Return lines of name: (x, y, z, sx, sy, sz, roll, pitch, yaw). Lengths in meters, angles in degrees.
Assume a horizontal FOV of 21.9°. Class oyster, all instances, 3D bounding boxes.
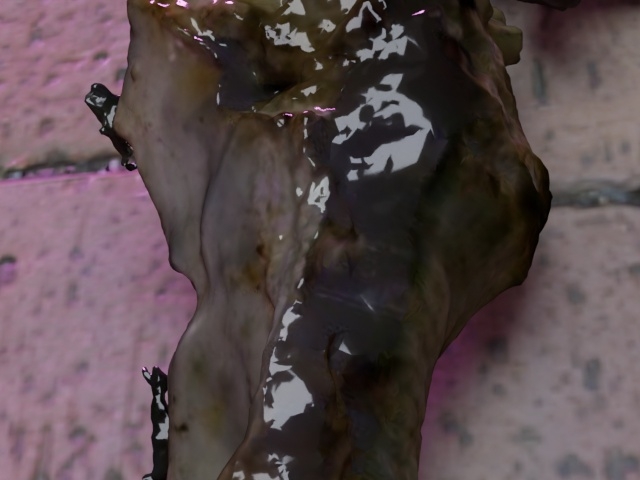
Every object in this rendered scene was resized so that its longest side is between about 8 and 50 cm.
oyster: (-0.007, -0.003, 0.662, 0.197, 0.133, 0.337, 16, 67, -8)

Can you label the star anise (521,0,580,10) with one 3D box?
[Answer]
star anise: (0.104, -0.175, 0.820, 0.231, 0.089, 0.209, 6, 40, 10)
